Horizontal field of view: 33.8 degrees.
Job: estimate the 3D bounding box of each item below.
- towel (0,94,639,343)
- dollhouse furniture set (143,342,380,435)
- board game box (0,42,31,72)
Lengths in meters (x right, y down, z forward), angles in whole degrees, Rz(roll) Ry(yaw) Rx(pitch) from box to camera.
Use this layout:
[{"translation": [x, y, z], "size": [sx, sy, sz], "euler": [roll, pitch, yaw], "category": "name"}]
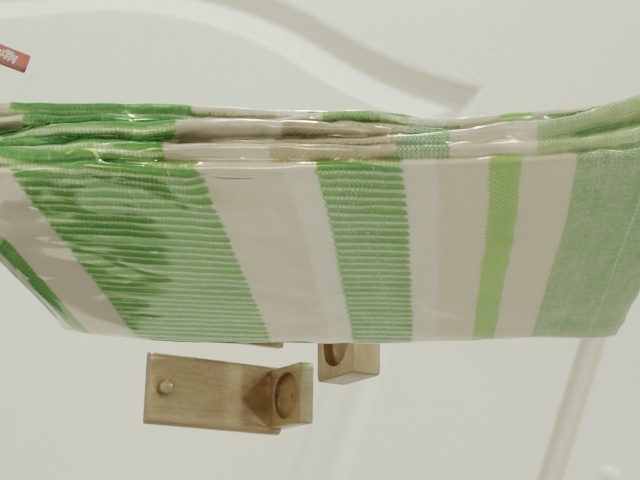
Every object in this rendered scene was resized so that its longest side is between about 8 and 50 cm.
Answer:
[{"translation": [0.000, 0.000, 0.524], "size": [0.325, 0.038, 0.248], "euler": [-2, -25, 5], "category": "towel"}, {"translation": [-0.048, 0.067, 0.821], "size": [0.123, 0.144, 0.151], "euler": [11, -21, -31], "category": "dollhouse furniture set"}, {"translation": [-0.470, -0.252, 1.192], "size": [0.145, 0.027, 0.281], "euler": [21, 3, 21], "category": "board game box"}]
